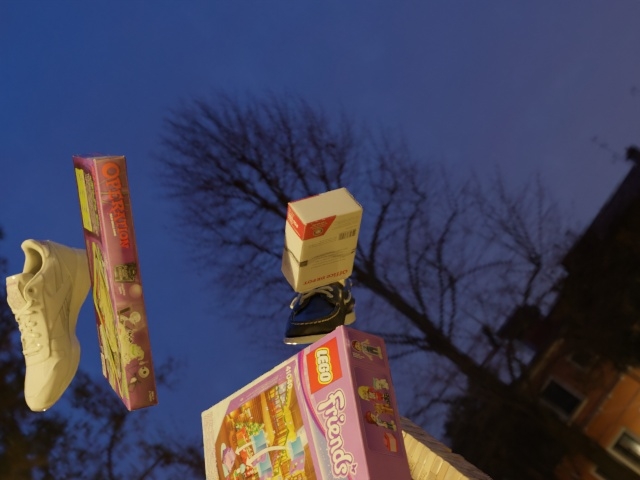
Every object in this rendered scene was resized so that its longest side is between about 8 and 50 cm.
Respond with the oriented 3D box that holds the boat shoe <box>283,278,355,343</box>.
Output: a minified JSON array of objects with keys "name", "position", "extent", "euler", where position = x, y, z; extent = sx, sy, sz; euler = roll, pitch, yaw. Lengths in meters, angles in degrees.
[{"name":"boat shoe","position":[-0.003,0.115,1.686],"extent":[0.302,0.114,0.091],"euler":[-39,-56,-82]}]

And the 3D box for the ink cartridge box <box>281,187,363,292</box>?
[{"name":"ink cartridge box","position":[0.000,0.000,1.423],"extent":[0.099,0.056,0.135],"euler":[-16,-43,-26]}]

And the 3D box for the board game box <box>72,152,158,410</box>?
[{"name":"board game box","position":[-0.297,0.049,1.393],"extent":[0.056,0.208,0.347],"euler":[-9,-80,-17]}]

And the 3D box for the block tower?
[{"name":"block tower","position":[0.185,0.391,1.625],"extent":[0.097,0.335,0.091],"euler":[21,-86,-37]}]

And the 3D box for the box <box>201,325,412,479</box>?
[{"name":"box","position":[-0.009,0.246,0.815],"extent":[0.057,0.293,0.201],"euler":[21,-43,-39]}]

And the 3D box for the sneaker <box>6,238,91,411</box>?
[{"name":"sneaker","position":[-0.487,0.140,1.671],"extent":[0.114,0.305,0.152],"euler":[-21,-34,38]}]
